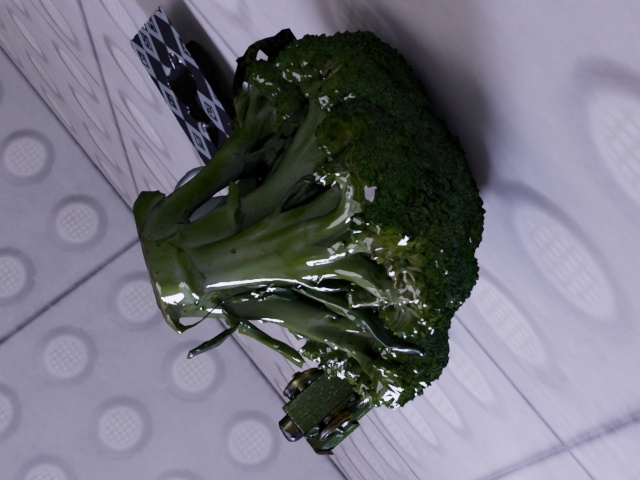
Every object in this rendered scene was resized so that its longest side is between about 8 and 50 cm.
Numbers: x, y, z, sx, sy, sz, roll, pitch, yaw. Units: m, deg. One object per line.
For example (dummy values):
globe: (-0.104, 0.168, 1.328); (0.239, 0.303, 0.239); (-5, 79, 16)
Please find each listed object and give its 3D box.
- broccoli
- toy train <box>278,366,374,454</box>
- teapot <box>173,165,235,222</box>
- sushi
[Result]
broccoli: (0.000, 0.000, 1.030); (0.304, 0.283, 0.321); (-126, 24, -56)
toy train: (0.051, 0.157, 1.481); (0.090, 0.225, 0.137); (51, -175, 18)
teapot: (-0.118, 0.016, 1.917); (0.294, 0.129, 0.193); (58, 167, -16)
sushi: (-0.147, -0.190, 1.606); (0.219, 0.047, 0.231); (59, 163, -7)
